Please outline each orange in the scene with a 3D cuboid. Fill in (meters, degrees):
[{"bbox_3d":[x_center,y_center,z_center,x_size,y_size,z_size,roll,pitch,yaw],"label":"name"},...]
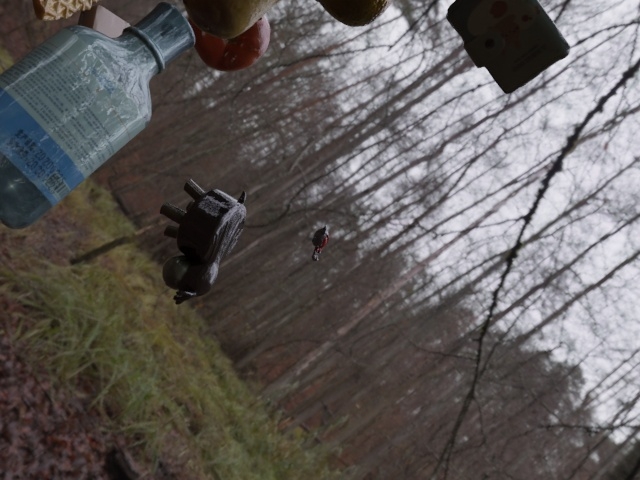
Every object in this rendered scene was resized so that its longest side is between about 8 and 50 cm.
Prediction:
[{"bbox_3d":[0.032,-0.269,0.539,0.095,0.085,0.085,28,-8,-9],"label":"orange"}]

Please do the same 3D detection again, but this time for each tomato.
[{"bbox_3d":[-0.292,-0.673,1.666,0.180,0.259,0.260,-113,179,-47],"label":"tomato"}]

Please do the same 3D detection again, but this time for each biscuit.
[{"bbox_3d":[-0.563,-0.617,1.174,0.309,0.040,0.205,-84,180,-57],"label":"biscuit"}]

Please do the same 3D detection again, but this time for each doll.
[{"bbox_3d":[-0.001,-0.001,1.240,0.039,0.057,0.114,46,-35,25],"label":"doll"}]

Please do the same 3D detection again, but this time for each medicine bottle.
[{"bbox_3d":[-0.181,-0.106,0.396,0.053,0.209,0.090,11,-36,47],"label":"medicine bottle"}]

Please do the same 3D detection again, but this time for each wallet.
[{"bbox_3d":[0.579,-0.654,1.643,0.360,0.252,0.083,48,34,-12],"label":"wallet"}]

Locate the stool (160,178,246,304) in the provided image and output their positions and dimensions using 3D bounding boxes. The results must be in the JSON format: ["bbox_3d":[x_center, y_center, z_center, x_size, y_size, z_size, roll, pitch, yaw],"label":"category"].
[{"bbox_3d":[-0.206,-0.001,0.875,0.121,0.217,0.125,26,-4,8],"label":"stool"}]

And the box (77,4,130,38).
[{"bbox_3d":[-0.555,-0.545,1.351,0.062,0.090,0.122,5,-9,33],"label":"box"}]

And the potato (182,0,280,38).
[{"bbox_3d":[-0.154,-0.606,1.103,0.289,0.296,0.397,29,-14,-25],"label":"potato"}]
